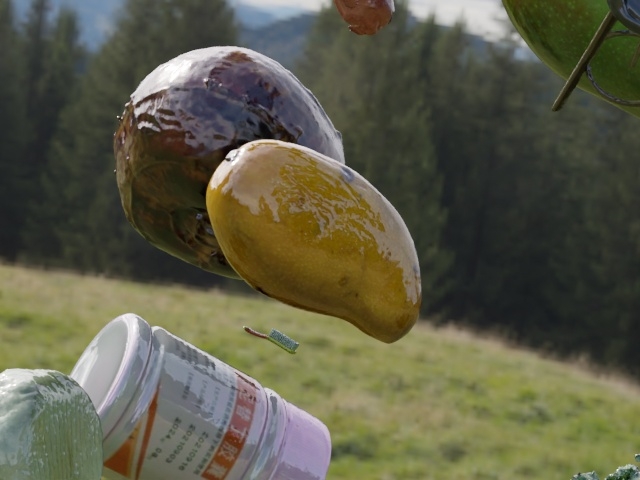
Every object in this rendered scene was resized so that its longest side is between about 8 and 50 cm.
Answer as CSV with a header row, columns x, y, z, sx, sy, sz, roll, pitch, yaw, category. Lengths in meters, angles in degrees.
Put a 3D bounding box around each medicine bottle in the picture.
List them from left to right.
x,y,z,sx,sy,sz,roll,pitch,yaw,category
-0.164,0.249,1.928,0.316,0.202,0.202,31,-4,-24,medicine bottle

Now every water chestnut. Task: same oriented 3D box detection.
x,y,z,sx,sy,sz,roll,pitch,yaw,category
-0.113,-0.117,2.065,0.350,0.350,0.302,11,48,29,water chestnut

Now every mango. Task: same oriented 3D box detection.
x,y,z,sx,sy,sz,roll,pitch,yaw,category
-0.004,-0.001,1.709,0.295,0.177,0.120,37,-19,-26,mango
0.332,-0.243,1.557,0.382,0.225,0.201,46,-11,-13,mango

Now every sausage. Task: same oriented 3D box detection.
x,y,z,sx,sy,sz,roll,pitch,yaw,category
0.041,-0.310,1.752,0.076,0.141,0.076,-20,13,5,sausage

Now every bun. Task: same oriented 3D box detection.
x,y,z,sx,sy,sz,roll,pitch,yaw,category
-0.321,0.237,1.590,0.126,0.204,0.212,1,-10,19,bun

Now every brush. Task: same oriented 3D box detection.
x,y,z,sx,sy,sz,roll,pitch,yaw,category
-0.067,0.127,1.999,0.083,0.021,0.019,24,2,25,brush

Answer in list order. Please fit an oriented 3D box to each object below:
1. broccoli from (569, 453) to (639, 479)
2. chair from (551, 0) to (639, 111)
x,y,z,sx,sy,sz,roll,pitch,yaw,category
0.388,0.331,1.649,0.261,0.242,0.269,22,-21,22,broccoli
0.286,-0.172,1.325,0.095,0.104,0.221,48,-19,23,chair
